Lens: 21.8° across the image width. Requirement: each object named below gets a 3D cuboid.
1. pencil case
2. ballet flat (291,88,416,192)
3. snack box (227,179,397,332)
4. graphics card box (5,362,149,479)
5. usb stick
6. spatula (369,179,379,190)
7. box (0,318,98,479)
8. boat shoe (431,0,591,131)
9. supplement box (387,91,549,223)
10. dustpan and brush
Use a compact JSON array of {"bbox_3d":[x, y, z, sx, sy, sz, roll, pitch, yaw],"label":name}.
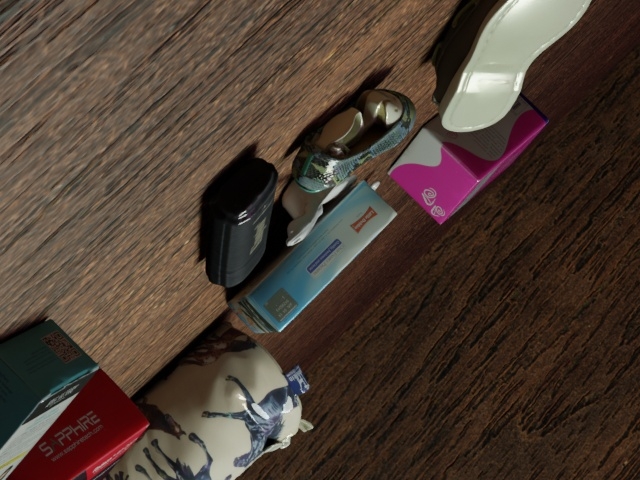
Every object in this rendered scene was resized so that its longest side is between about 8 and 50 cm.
[{"bbox_3d":[-0.197,0.290,2.104,0.410,0.183,0.160,-42,173,-26],"label":"pencil case"},{"bbox_3d":[0.042,-0.116,1.689,0.188,0.070,0.070,-45,174,-40],"label":"ballet flat"},{"bbox_3d":[-0.018,0.026,1.964,0.187,0.060,0.322,-45,-177,-7],"label":"snack box"},{"bbox_3d":[-0.347,0.303,1.648,0.371,0.094,0.233,-48,173,26],"label":"graphics card box"},{"bbox_3d":[-0.078,-0.013,1.615,0.077,0.045,0.278,-43,172,-14],"label":"usb stick"},{"bbox_3d":[0.000,0.000,2.306,0.168,0.019,0.242,-36,168,-30],"label":"spatula"},{"bbox_3d":[-0.292,0.177,1.369,0.244,0.060,0.100,-49,173,22],"label":"box"},{"bbox_3d":[0.200,-0.239,1.794,0.109,0.091,0.305,0,148,-24],"label":"boat shoe"},{"bbox_3d":[0.213,-0.135,2.384,0.220,0.111,0.114,-38,170,-47],"label":"supplement box"},{"bbox_3d":[-0.003,-0.049,1.789,0.147,0.060,0.211,-51,172,33],"label":"dustpan and brush"}]
